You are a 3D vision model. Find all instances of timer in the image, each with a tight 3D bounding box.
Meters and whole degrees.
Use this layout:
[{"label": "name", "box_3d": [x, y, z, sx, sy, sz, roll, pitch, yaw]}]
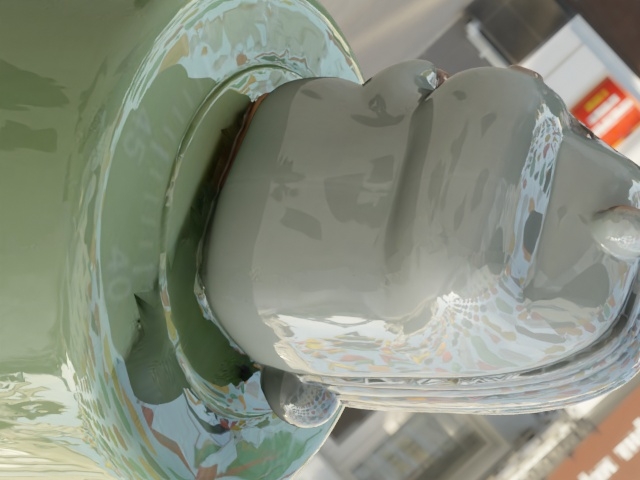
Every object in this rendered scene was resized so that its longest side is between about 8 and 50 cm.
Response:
[{"label": "timer", "box_3d": [0.000, 0.000, 0.531, 0.315, 0.291, 0.291, 3, -156, 30]}]
